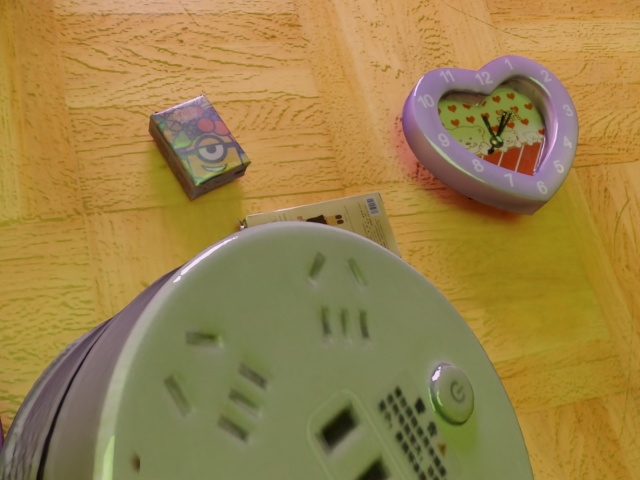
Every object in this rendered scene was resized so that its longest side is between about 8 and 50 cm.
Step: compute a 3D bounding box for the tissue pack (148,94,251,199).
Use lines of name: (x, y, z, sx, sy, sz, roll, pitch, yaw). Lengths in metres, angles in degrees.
tissue pack: (-0.114, -0.088, 0.680, 0.063, 0.035, 0.083, -27, 76, -25)

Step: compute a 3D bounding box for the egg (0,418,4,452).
egg: (-0.290, 0.163, 0.429, 0.196, 0.196, 0.272, 8, 75, -15)

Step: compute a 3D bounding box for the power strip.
power strip: (-0.024, 0.170, 0.458, 0.357, 0.161, 0.358, 22, 54, -34)

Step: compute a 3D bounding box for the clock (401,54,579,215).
clock: (0.184, -0.102, 0.764, 0.197, 0.064, 0.172, -17, 74, -23)

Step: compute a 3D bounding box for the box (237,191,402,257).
box: (0.000, 0.000, 0.687, 0.149, 0.020, 0.073, -11, 72, -22)
